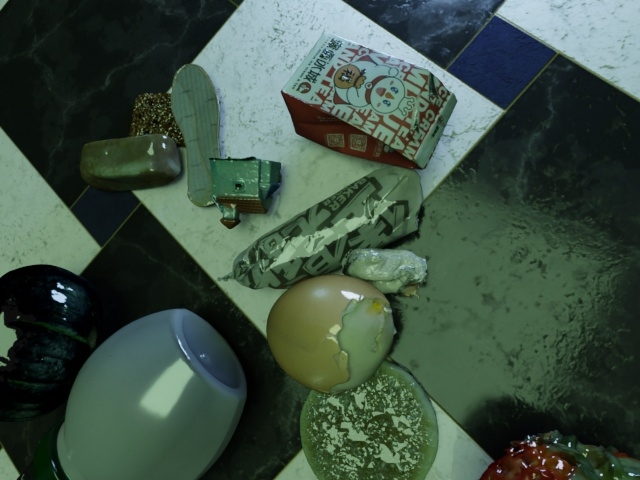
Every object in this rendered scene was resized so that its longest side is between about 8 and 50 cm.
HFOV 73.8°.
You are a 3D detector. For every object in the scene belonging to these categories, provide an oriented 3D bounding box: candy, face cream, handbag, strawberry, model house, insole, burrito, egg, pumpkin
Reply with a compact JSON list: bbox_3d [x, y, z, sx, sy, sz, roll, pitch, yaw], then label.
[{"bbox_3d":[-0.435,-0.176,0.976,0.233,0.102,0.104,-2,81,13],"label":"candy"},{"bbox_3d":[-0.330,0.324,0.807,0.357,0.219,0.312,-43,74,6],"label":"face cream"},{"bbox_3d":[0.093,-0.245,0.811,0.298,0.151,0.171,29,77,16],"label":"handbag"},{"bbox_3d":[0.330,0.452,0.593,0.311,0.267,0.351,6,100,-13],"label":"strawberry"},{"bbox_3d":[-0.159,-0.097,0.891,0.148,0.119,0.149,6,95,12],"label":"model house"},{"bbox_3d":[-0.277,-0.244,0.966,0.119,0.009,0.349,-11,80,11],"label":"insole"},{"bbox_3d":[0.000,0.000,0.831,0.445,0.101,0.139,-28,86,7],"label":"burrito"},{"bbox_3d":[0.009,0.158,0.751,0.244,0.201,0.201,1,81,40],"label":"egg"},{"bbox_3d":[-0.577,0.210,0.875,0.315,0.238,0.315,-30,46,37],"label":"pumpkin"}]

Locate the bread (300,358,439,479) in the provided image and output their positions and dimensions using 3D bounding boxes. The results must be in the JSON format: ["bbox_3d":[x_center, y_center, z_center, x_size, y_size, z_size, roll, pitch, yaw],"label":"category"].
[{"bbox_3d":[0.084,0.348,0.784,0.266,0.040,0.267,-3,80,15],"label":"bread"}]

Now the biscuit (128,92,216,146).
[{"bbox_3d":[-0.346,-0.286,1.008,0.236,0.026,0.131,5,84,17],"label":"biscuit"}]

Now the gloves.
[{"bbox_3d":[0.115,0.057,0.788,0.153,0.114,0.070,5,60,1],"label":"gloves"}]

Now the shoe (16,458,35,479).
[{"bbox_3d":[-0.607,0.500,0.941,0.159,0.062,0.053,-31,62,9],"label":"shoe"}]
